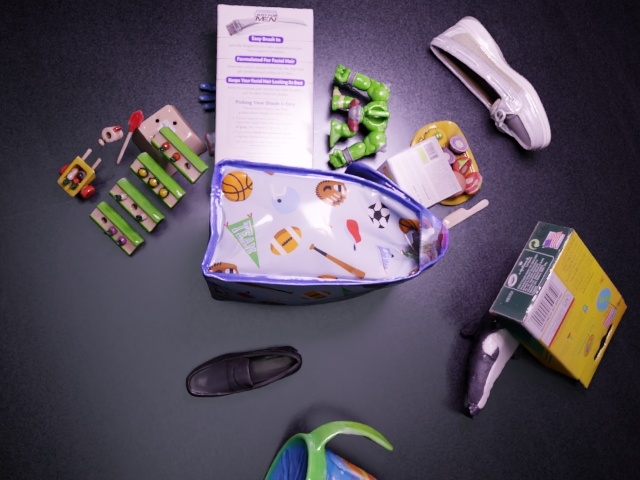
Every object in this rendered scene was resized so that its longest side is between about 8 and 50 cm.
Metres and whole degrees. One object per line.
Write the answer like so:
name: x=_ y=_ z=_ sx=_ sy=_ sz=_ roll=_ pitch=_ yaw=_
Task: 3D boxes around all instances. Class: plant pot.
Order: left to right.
plant pot: x=-0.294 y=-0.198 z=1.253 sx=0.109 sy=0.096 sz=0.109 roll=-38 pitch=89 yaw=-9

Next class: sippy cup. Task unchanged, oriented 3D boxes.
sippy cup: x=0.022 y=0.493 z=1.157 sx=0.224 sy=0.305 sz=0.240 roll=27 pitch=36 yaw=-14

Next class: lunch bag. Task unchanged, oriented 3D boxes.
lunch bag: x=0.000 y=0.000 z=1.153 sx=0.385 sy=0.328 sz=0.239 roll=6 pitch=81 yaw=-5

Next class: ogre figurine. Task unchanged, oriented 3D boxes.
ogre figurine: x=0.079 y=-0.245 z=1.309 sx=0.118 sy=0.097 sz=0.197 roll=4 pitch=71 yaw=5

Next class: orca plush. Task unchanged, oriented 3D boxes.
orca plush: x=0.330 y=0.209 z=1.306 sx=0.151 sy=0.102 sz=0.287 roll=22 pitch=87 yaw=-49

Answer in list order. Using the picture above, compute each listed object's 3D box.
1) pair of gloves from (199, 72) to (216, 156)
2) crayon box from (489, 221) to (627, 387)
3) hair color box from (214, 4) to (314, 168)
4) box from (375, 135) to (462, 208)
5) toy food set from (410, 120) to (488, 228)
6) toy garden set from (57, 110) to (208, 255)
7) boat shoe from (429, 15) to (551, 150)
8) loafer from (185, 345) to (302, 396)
pair of gloves: x=-0.158 y=-0.247 z=1.314 sx=0.159 sy=0.023 sz=0.198 roll=-7 pitch=83 yaw=-8
crayon box: x=0.470 y=0.133 z=1.265 sx=0.318 sy=0.081 sz=0.202 roll=41 pitch=77 yaw=-37
hair color box: x=-0.109 y=-0.272 z=1.261 sx=0.185 sy=0.110 sz=0.339 roll=1 pitch=83 yaw=-6
box: x=0.171 y=-0.106 z=1.247 sx=0.103 sy=0.203 sz=0.114 roll=-26 pitch=89 yaw=-9
toy food set: x=0.270 y=-0.145 z=1.331 sx=0.128 sy=0.071 sz=0.218 roll=-22 pitch=87 yaw=-9
toy garden set: x=-0.360 y=-0.118 z=1.200 sx=0.204 sy=0.049 sz=0.244 roll=45 pitch=110 yaw=0
boat shoe: x=0.352 y=-0.309 z=1.345 sx=0.103 sy=0.118 sz=0.321 roll=-32 pitch=84 yaw=-4
loafer: x=-0.144 y=0.245 z=1.227 sx=0.223 sy=0.078 sz=0.076 roll=-13 pitch=84 yaw=-9
